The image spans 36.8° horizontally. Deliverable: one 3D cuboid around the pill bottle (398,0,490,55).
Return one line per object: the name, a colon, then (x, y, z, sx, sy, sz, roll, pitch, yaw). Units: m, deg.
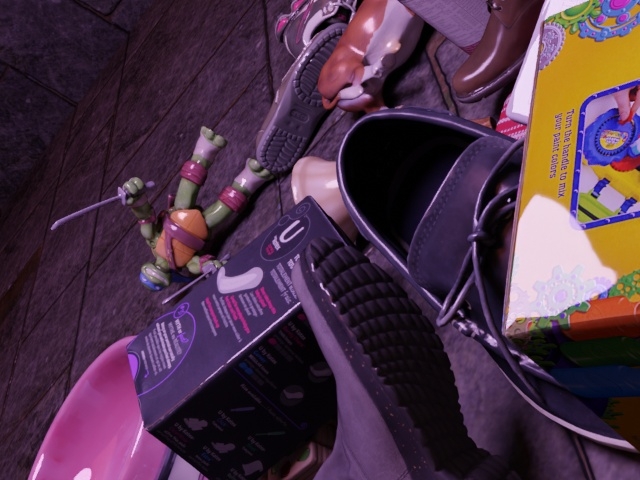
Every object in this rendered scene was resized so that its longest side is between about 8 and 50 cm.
pill bottle: (0.146, -0.309, 1.103, 0.121, 0.221, 0.121, -42, 30, 32)

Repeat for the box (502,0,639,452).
box: (0.278, 0.010, 0.400, 0.279, 0.290, 0.177, -16, 48, 41)

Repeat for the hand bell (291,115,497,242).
hand bell: (0.096, -0.088, 1.124, 0.242, 0.126, 0.126, -25, 41, 33)

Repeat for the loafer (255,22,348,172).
loafer: (-0.030, -0.227, 1.479, 0.251, 0.094, 0.087, -55, 30, 10)

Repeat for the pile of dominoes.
pile of dominoes: (-0.010, 0.162, 1.094, 0.196, 0.040, 0.251, -44, 30, 30)

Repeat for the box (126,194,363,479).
box: (-0.053, 0.110, 1.028, 0.270, 0.143, 0.165, -40, 32, 4)

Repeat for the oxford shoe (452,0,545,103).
oxford shoe: (0.204, -0.251, 1.032, 0.227, 0.096, 0.083, -54, 24, 14)

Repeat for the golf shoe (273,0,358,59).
golf shoe: (0.037, -0.407, 1.573, 0.273, 0.105, 0.120, -56, 41, 20)

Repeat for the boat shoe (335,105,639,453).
boat shoe: (0.158, 0.009, 0.797, 0.186, 0.156, 0.500, -57, 34, 8)

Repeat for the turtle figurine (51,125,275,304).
turtle figurine: (-0.204, -0.036, 1.482, 0.198, 0.275, 0.266, 32, 87, 30)

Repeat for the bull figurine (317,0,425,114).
bull figurine: (0.105, -0.303, 1.304, 0.310, 0.101, 0.188, -62, 30, 8)

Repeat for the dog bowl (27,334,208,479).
dog bowl: (-0.251, 0.304, 1.250, 0.408, 0.150, 0.408, -41, 31, 32)

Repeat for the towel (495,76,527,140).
towel: (0.260, -0.165, 0.970, 0.199, 0.031, 0.274, -14, 49, 59)

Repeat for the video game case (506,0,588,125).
video game case: (0.315, -0.185, 0.663, 0.329, 0.036, 0.300, 25, 101, 41)

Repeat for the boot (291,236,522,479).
boot: (0.018, 0.185, 0.771, 0.223, 0.118, 0.338, -41, 66, 29)
